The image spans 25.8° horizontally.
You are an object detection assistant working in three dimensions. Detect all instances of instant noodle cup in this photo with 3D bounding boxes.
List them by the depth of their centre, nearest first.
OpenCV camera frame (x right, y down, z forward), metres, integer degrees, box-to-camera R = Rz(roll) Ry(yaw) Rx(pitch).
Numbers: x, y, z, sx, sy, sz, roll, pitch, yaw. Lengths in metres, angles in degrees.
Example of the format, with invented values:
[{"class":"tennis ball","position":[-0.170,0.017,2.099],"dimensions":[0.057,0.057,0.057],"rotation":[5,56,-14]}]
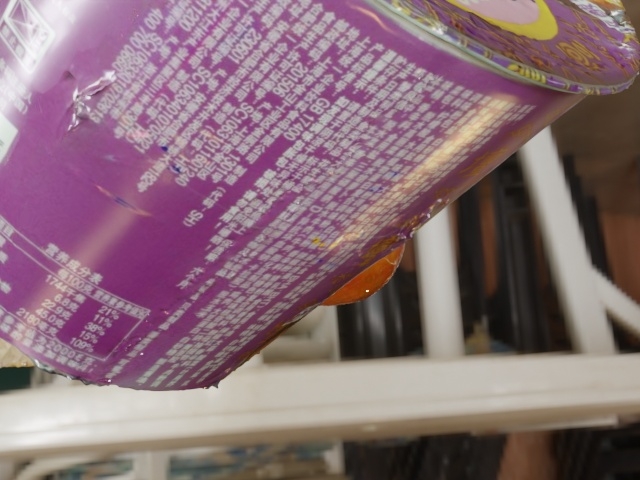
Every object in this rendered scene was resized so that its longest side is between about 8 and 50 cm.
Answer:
[{"class":"instant noodle cup","position":[-0.053,-0.099,0.685],"dimensions":[0.339,0.340,0.266],"rotation":[5,134,-47]}]

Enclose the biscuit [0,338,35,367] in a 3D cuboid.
[{"class":"biscuit","position":[-0.404,0.073,1.184],"dimensions":[0.378,0.094,0.054],"rotation":[0,175,-42]}]

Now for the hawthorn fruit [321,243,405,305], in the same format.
[{"class":"hawthorn fruit","position":[0.000,0.000,1.740],"dimensions":[0.196,0.197,0.225],"rotation":[0,161,-26]}]
